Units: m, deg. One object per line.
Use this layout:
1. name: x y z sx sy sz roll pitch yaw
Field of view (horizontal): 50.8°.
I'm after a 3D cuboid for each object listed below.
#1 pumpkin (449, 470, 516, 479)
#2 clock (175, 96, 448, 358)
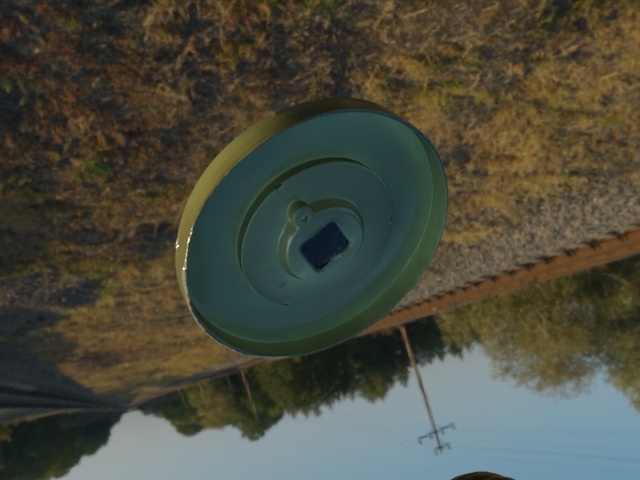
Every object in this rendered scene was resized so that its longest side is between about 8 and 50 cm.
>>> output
1. pumpkin: 0.297 0.541 1.140 0.207 0.300 0.300 -15 173 -31
2. clock: 0.000 0.000 0.546 0.235 0.029 0.235 -15 127 -21
